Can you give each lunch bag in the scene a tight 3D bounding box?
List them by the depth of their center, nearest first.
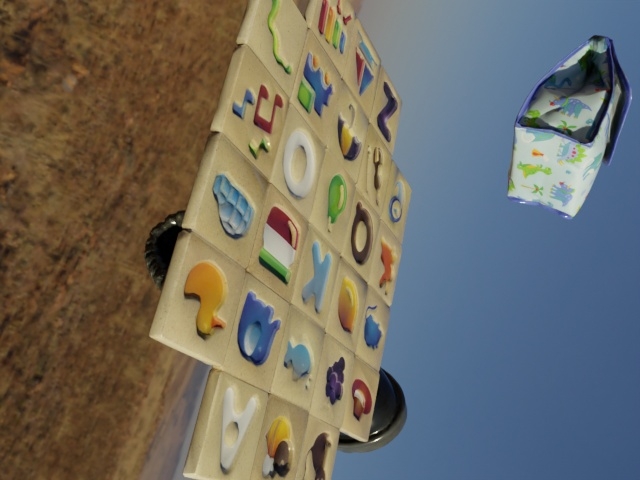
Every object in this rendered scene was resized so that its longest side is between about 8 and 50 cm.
[{"bbox_3d":[0.265,-0.120,0.754,0.151,0.096,0.128,-58,157,-27],"label":"lunch bag"}]

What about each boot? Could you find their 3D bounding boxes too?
[{"bbox_3d":[-0.060,0.116,0.905,0.131,0.348,0.260,-51,146,-24],"label":"boot"}]

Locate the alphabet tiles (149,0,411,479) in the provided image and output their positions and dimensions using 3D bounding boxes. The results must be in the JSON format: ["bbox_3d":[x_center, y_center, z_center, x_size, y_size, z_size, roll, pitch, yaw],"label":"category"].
[{"bbox_3d":[0.000,0.000,0.496,0.285,0.011,0.342,45,52,-56],"label":"alphabet tiles"}]
